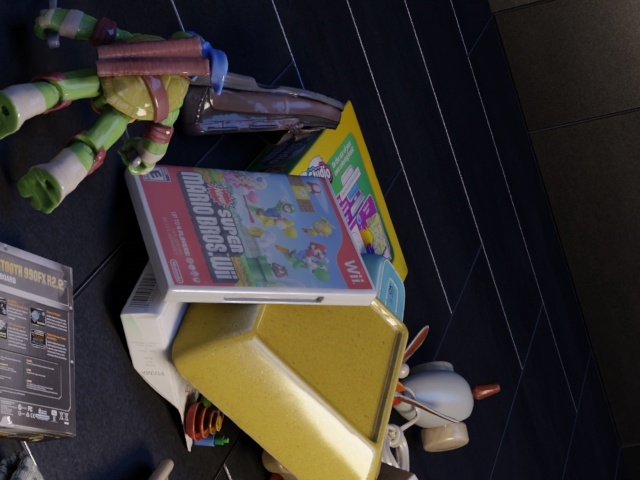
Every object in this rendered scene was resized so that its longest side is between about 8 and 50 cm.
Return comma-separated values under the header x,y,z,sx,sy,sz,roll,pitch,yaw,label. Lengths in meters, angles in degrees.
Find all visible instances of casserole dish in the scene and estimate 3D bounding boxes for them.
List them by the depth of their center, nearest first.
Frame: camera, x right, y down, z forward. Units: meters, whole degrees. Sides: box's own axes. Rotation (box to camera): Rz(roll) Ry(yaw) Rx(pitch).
x,y,z,sx,sy,sz,roll,pitch,yaw,label
0.090,0.101,2.017,0.114,0.037,0.188,56,32,-41,casserole dish

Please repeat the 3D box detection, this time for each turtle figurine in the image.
x,y,z,sx,sy,sz,roll,pitch,yaw,label
-0.264,-0.151,1.507,0.266,0.274,0.198,-41,142,-42,turtle figurine

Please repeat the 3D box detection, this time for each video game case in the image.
x,y,z,sx,sy,sz,roll,pitch,yaw,label
-0.085,-0.007,1.663,0.285,0.025,0.204,3,48,-31,video game case

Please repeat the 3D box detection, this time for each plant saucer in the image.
x,y,z,sx,sy,sz,roll,pitch,yaw,label
-0.008,0.130,1.717,0.333,0.081,0.333,45,35,-21,plant saucer

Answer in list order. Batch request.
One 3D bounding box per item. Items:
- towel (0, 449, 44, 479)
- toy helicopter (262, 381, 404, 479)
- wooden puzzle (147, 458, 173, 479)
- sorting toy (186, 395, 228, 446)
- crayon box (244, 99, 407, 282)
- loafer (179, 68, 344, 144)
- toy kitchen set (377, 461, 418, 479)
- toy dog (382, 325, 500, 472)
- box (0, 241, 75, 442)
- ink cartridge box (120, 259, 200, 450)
x,y,z,sx,sy,sz,roll,pitch,yaw,label
-0.294,0.414,1.259,0.324,0.056,0.312,-65,141,-58,towel
-0.019,0.204,1.821,0.355,0.140,0.235,57,50,-24,toy helicopter
-0.148,0.449,1.463,0.322,0.080,0.348,-57,133,-73,wooden puzzle
-0.134,0.225,1.677,0.102,0.042,0.061,-26,119,-77,sorting toy
0.000,0.000,2.042,0.313,0.106,0.363,69,25,-19,crayon box
-0.087,-0.175,1.904,0.302,0.109,0.095,7,89,-48,loafer
0.069,0.449,1.942,0.207,0.122,0.166,-40,113,-21,toy kitchen set
0.194,0.256,2.286,0.333,0.161,0.220,-7,76,-68,toy dog
-0.326,0.093,1.306,0.231,0.056,0.183,27,54,-62,box
-0.177,0.119,1.675,0.181,0.056,0.225,-71,161,-50,ink cartridge box
